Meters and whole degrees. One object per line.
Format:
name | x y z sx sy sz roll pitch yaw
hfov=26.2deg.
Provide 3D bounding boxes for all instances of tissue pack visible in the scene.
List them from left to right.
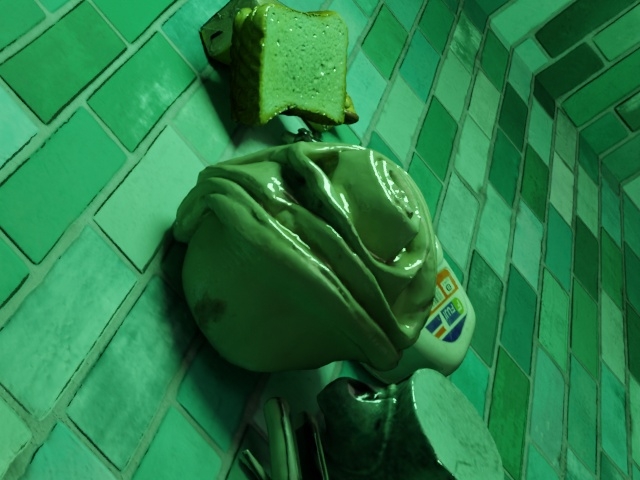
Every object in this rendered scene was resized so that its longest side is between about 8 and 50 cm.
tissue pack | -0.090 -0.314 2.162 0.169 0.120 0.082 23 36 -51

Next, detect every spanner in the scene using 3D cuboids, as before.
spanner | -0.012 0.329 1.545 0.095 0.040 0.325 32 39 -47

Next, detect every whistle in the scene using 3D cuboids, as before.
whistle | 0.144 0.338 1.681 0.405 0.168 0.188 60 24 12

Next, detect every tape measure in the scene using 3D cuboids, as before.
tape measure | 0.105 0.087 1.999 0.265 0.130 0.258 60 26 -2

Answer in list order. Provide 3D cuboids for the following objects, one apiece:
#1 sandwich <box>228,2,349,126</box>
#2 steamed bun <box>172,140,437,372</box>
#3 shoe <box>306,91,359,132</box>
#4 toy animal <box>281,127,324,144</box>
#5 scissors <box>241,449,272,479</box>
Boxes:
sandwich | -0.044 -0.261 2.075 0.214 0.065 0.186 -1 97 -51
steamed bun | -0.003 -0.008 1.695 0.324 0.219 0.310 7 44 -26
shoe | 0.020 -0.220 2.303 0.069 0.072 0.109 54 23 12
toy animal | 0.026 -0.108 2.091 0.225 0.094 0.121 24 12 29
scissors | -0.053 0.288 1.572 0.119 0.014 0.058 54 23 -10
